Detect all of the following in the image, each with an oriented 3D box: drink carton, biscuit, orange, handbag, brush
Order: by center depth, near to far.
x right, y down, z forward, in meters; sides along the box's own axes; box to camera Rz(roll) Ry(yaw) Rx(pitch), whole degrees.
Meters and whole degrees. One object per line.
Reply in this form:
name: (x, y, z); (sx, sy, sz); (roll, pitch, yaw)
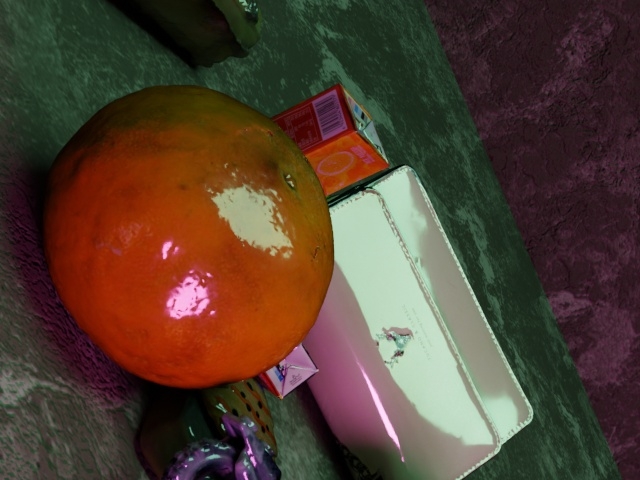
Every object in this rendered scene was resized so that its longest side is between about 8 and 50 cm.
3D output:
orange: (-0.115, -0.004, 1.570); (0.284, 0.226, 0.283); (38, 34, -31)
biscuit: (-0.069, 0.166, 1.630); (0.119, 0.019, 0.130); (56, 18, -21)
brush: (-0.103, 0.183, 1.639); (0.123, 0.059, 0.197); (61, 17, -18)
drink carton: (-0.068, 0.100, 1.742); (0.071, 0.056, 0.166); (62, -16, -22)
drink carton: (-0.047, -0.080, 1.899); (0.096, 0.223, 0.071); (42, 27, -55)
handbag: (0.076, 0.118, 2.052); (0.237, 0.160, 0.358); (-31, 96, -41)

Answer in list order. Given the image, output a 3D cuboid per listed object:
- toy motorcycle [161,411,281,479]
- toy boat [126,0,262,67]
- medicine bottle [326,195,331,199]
toy motorcycle: (-0.030, 0.257, 1.528); (0.106, 0.159, 0.270); (19, -35, 53)
toy boat: (-0.185, -0.335, 2.039); (0.445, 0.136, 0.162); (43, 31, -62)
medicine bottle: (0.000, 0.000, 2.188); (0.309, 0.076, 0.111); (60, 28, -14)
